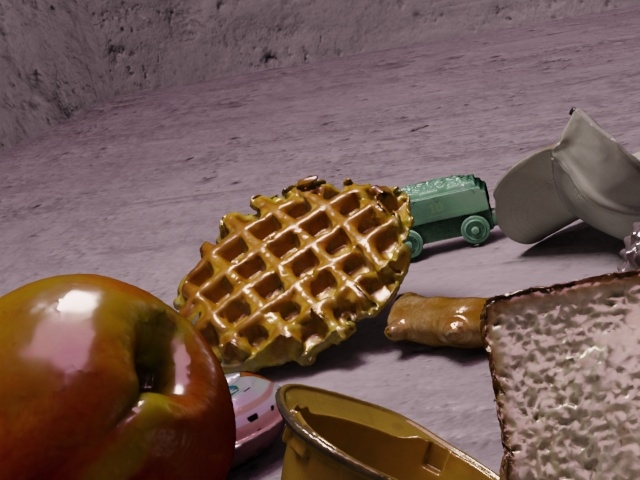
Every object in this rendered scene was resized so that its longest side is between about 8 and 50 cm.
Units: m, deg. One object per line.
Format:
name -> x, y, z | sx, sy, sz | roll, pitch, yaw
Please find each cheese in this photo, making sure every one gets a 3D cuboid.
cheese -> -0.148, 0.206, 1.867 | 0.286, 0.074, 0.189 | -17, 13, 0

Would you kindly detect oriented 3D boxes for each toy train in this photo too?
toy train -> 0.159, -0.035, 2.387 | 0.172, 0.099, 0.070 | -13, 15, 9

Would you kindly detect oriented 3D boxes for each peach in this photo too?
peach -> -0.246, 0.184, 1.661 | 0.332, 0.307, 0.308 | -26, 7, 32

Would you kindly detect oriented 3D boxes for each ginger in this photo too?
ginger -> 0.181, 0.089, 1.974 | 0.118, 0.065, 0.299 | -20, 11, -40

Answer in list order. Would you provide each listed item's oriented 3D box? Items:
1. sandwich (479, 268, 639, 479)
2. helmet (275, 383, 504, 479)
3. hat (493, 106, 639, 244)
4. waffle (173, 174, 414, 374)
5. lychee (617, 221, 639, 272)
sandwich -> 0.255, 0.158, 1.270 | 0.271, 0.099, 0.301 | -8, 56, 11
helmet -> 0.043, 0.227, 1.440 | 0.205, 0.140, 0.257 | 18, 5, -27
hat -> 0.359, -0.046, 2.186 | 0.258, 0.168, 0.301 | 1, -24, -40
waffle -> -0.038, 0.036, 2.163 | 0.325, 0.068, 0.302 | -5, 46, 26
lychee -> 0.396, 0.049, 1.482 | 0.300, 0.300, 0.300 | -15, 14, 4
